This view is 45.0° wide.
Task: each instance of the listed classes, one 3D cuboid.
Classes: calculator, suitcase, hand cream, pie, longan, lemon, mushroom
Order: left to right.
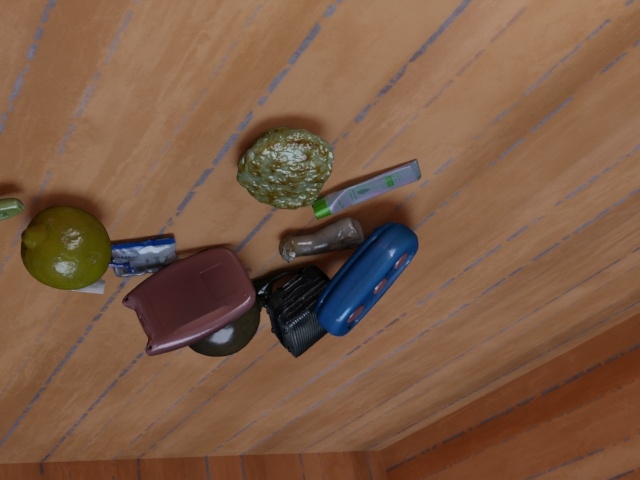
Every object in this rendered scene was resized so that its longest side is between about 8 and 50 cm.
[{"bbox_3d":[-0.557,0.021,1.717,0.184,0.184,0.248,-21,156,15],"label":"lemon"},{"bbox_3d":[-0.324,0.141,1.956,0.329,0.220,0.048,-27,160,-12],"label":"calculator"},{"bbox_3d":[-0.270,0.203,2.094,0.246,0.246,0.215,-35,100,35],"label":"longan"},{"bbox_3d":[-0.083,-0.162,1.675,0.201,0.090,0.248,10,146,-16],"label":"pie"},{"bbox_3d":[-0.045,0.213,2.261,0.202,0.128,0.312,-37,156,-16],"label":"suitcase"},{"bbox_3d":[0.000,0.001,2.012,0.223,0.081,0.092,-13,174,7],"label":"mushroom"},{"bbox_3d":[0.113,-0.122,1.878,0.275,0.050,0.079,-21,178,6],"label":"hand cream"}]

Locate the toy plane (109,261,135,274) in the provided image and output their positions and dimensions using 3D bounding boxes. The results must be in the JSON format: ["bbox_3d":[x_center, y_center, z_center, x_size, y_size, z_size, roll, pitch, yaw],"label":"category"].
[{"bbox_3d":[-0.544,0.060,1.906,0.167,0.062,0.054,5,147,-19],"label":"toy plane"}]

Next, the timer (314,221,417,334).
[{"bbox_3d":[0.120,0.102,2.033,0.340,0.115,0.309,-49,167,-1],"label":"timer"}]

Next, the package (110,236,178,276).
[{"bbox_3d":[-0.448,0.044,1.967,0.171,0.027,0.173,-5,149,-7],"label":"package"}]

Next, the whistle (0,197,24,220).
[{"bbox_3d":[-0.763,-0.038,1.610,0.288,0.106,0.131,-12,158,1],"label":"whistle"}]

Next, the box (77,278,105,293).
[{"bbox_3d":[-0.602,0.101,1.917,0.084,0.040,0.154,13,178,-36],"label":"box"}]

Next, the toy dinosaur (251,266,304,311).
[{"bbox_3d":[-0.151,0.130,2.252,0.179,0.087,0.187,-44,177,-19],"label":"toy dinosaur"}]
